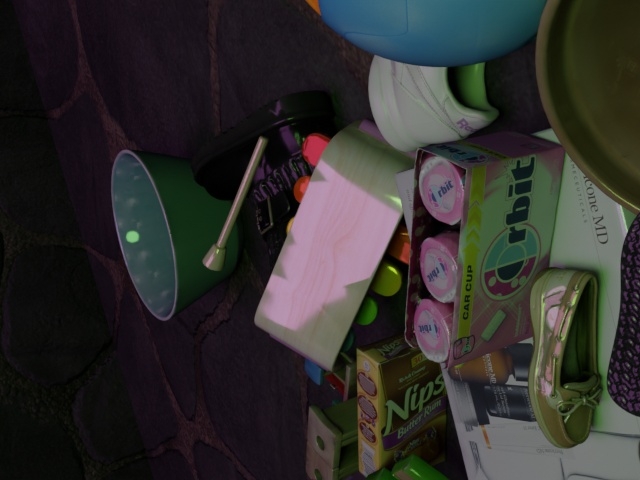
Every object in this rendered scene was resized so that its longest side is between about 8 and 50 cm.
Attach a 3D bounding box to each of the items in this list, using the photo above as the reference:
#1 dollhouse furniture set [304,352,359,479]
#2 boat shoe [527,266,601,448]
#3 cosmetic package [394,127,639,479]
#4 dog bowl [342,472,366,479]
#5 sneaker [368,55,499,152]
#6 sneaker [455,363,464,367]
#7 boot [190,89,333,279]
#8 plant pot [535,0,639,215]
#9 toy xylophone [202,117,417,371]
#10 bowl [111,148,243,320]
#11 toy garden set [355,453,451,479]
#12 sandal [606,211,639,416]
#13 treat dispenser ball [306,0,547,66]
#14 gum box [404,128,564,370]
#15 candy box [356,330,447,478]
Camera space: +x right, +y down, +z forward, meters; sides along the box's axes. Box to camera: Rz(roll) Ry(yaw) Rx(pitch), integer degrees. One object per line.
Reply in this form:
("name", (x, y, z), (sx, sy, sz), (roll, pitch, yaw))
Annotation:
("dollhouse furniture set", (0.020, 0.248, 1.162), (0.184, 0.129, 0.128), (40, 136, 45))
("boat shoe", (0.205, 0.099, 0.659), (0.048, 0.056, 0.152), (5, 99, 58))
("cosmetic package", (0.226, 0.087, 0.767), (0.284, 0.098, 0.377), (-12, 93, 58))
("dog bowl", (0.074, 0.526, 1.229), (0.349, 0.102, 0.348), (36, 133, 50))
("sneaker", (0.111, -0.247, 0.821), (0.152, 0.114, 0.305), (-2, 106, 46))
("sneaker", (0.130, 0.083, 0.807), (0.035, 0.031, 0.083), (-44, 68, 44))
("boot", (-0.066, -0.041, 1.174), (0.348, 0.131, 0.260), (-21, 85, 60))
("plant pot", (0.272, -0.122, 0.530), (0.237, 0.110, 0.237), (30, 145, 25))
("toy xylophone", (0.000, 0.000, 0.970), (0.236, 0.081, 0.322), (37, 114, 12))
("bowl", (-0.250, -0.024, 1.471), (0.311, 0.163, 0.311), (32, 129, 50))
("toy garden set", (0.122, 0.369, 0.996), (0.204, 0.049, 0.244), (37, 142, -5))
("sandal", (0.247, 0.042, 0.577), (0.067, 0.040, 0.179), (28, 122, 41))
("treat dispenser ball", (0.096, -0.280, 0.620), (0.288, 0.288, 0.288), (34, 131, 50))
("gum box", (0.134, 0.010, 0.682), (0.062, 0.107, 0.188), (32, 129, 49))
("candy box", (0.103, 0.209, 1.020), (0.053, 0.109, 0.186), (28, 127, 53))
